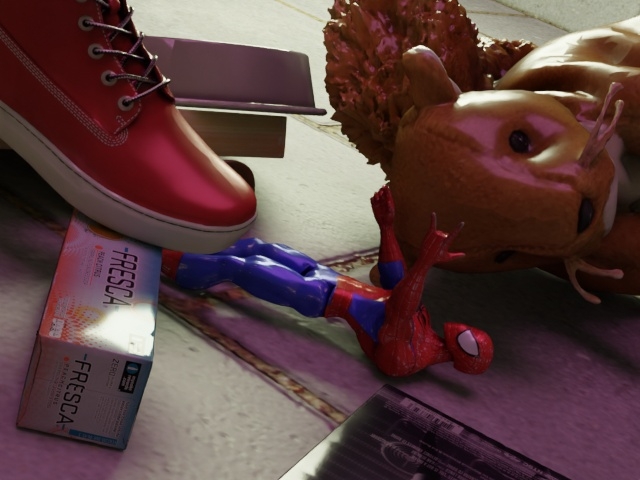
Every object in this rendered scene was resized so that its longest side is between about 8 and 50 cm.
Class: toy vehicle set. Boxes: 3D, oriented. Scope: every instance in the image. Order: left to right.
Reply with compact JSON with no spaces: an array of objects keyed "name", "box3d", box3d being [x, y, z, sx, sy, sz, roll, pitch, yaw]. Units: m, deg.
[{"name":"toy vehicle set","box3d":[-0.180,-0.091,0.925,0.267,0.035,0.166,-2,8,-41]}]

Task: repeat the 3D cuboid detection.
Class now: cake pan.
[{"name":"cake pan","box3d":[-0.138,-0.144,1.019,0.293,0.054,0.293,4,6,0]}]

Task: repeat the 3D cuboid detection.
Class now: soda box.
[{"name":"soda box","box3d":[-0.130,0.044,0.682,0.063,0.058,0.183,15,22,-11]}]

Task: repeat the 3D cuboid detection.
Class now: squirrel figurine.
[{"name":"squirrel figurine","box3d":[0.155,-0.073,0.984,0.370,0.281,0.397,-15,32,-43]}]

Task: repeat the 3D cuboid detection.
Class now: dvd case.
[{"name":"dvd case","box3d":[0.065,0.154,0.626,0.165,0.018,0.221,26,21,17]}]

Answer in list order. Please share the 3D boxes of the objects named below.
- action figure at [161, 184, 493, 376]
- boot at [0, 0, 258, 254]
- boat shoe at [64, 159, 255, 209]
[{"name":"action figure","box3d":[0.000,0.000,0.805,0.280,0.139,0.091,25,22,9]},{"name":"boot","box3d":[-0.121,-0.115,0.718,0.244,0.176,0.088,35,32,8]},{"name":"boat shoe","box3d":[-0.129,-0.039,0.912,0.152,0.056,0.049,1,1,-24]}]
